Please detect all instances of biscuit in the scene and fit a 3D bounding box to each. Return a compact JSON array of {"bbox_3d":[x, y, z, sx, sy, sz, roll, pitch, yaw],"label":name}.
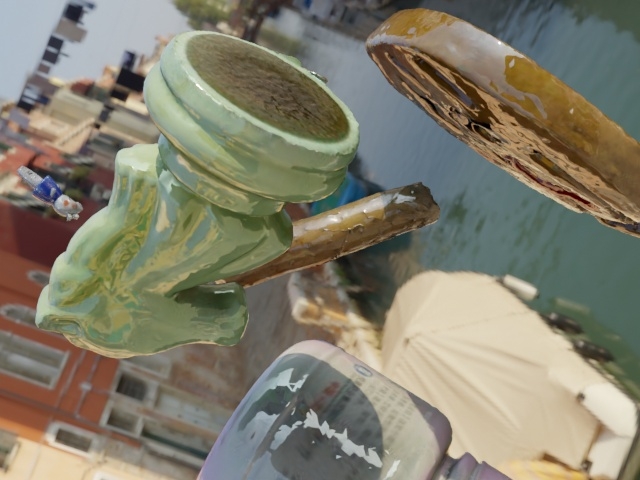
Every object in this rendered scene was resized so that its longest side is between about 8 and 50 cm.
[{"bbox_3d":[0.179,-0.097,0.844,0.063,0.314,0.367,-53,12,4],"label":"biscuit"}]

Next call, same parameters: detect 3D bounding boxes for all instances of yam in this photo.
[{"bbox_3d":[0.000,0.000,0.912,0.057,0.241,0.056,-18,-90,-86],"label":"yam"}]

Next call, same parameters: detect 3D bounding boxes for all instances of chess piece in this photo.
[{"bbox_3d":[-0.107,-0.009,0.760,0.298,0.176,0.176,-56,14,26],"label":"chess piece"}]

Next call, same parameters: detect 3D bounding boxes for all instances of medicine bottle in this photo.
[{"bbox_3d":[0.050,0.267,0.916,0.241,0.302,0.241,-54,-14,-20],"label":"medicine bottle"}]

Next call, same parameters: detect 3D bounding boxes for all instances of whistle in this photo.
[{"bbox_3d":[-0.300,-0.054,1.023,0.029,0.083,0.033,-42,14,28],"label":"whistle"}]
